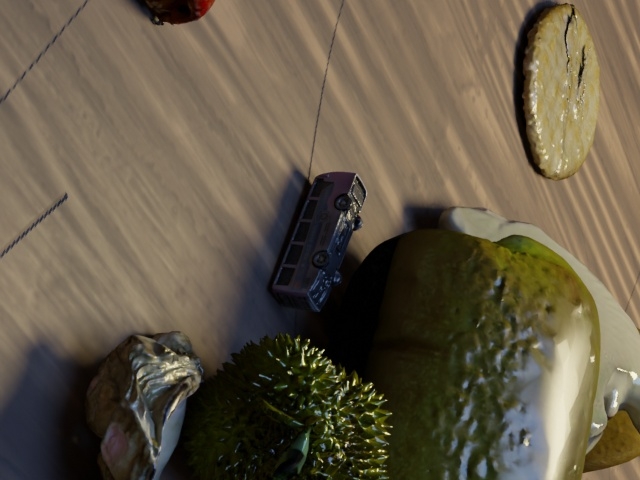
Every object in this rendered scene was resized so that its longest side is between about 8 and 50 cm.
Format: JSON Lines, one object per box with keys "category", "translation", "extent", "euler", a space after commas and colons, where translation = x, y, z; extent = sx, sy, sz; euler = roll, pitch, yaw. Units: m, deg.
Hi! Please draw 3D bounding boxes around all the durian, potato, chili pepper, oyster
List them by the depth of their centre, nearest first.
{"category": "oyster", "translation": [-0.135, 0.139, 1.204], "extent": [0.191, 0.081, 0.163], "euler": [-64, 168, -60]}
{"category": "chili pepper", "translation": [-0.096, -0.230, 1.252], "extent": [0.073, 0.070, 0.123], "euler": [36, 61, -35]}
{"category": "durian", "translation": [-0.027, 0.149, 1.282], "extent": [0.146, 0.159, 0.198], "euler": [-53, 142, -27]}
{"category": "potato", "translation": [0.360, 0.186, 1.957], "extent": [0.178, 0.158, 0.203], "euler": [51, 52, -46]}

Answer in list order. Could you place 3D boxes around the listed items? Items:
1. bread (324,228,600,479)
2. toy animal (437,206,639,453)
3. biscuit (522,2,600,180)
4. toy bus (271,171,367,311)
{"category": "bread", "translation": [0.123, 0.167, 1.442], "extent": [0.251, 0.208, 0.376], "euler": [21, 68, -17]}
{"category": "toy animal", "translation": [0.196, 0.109, 1.705], "extent": [0.308, 0.188, 0.266], "euler": [12, 62, -36]}
{"category": "biscuit", "translation": [0.288, -0.178, 1.938], "extent": [0.220, 0.033, 0.220], "euler": [-5, 95, -59]}
{"category": "toy bus", "translation": [0.000, 0.000, 1.433], "extent": [0.037, 0.052, 0.130], "euler": [57, 46, -50]}
